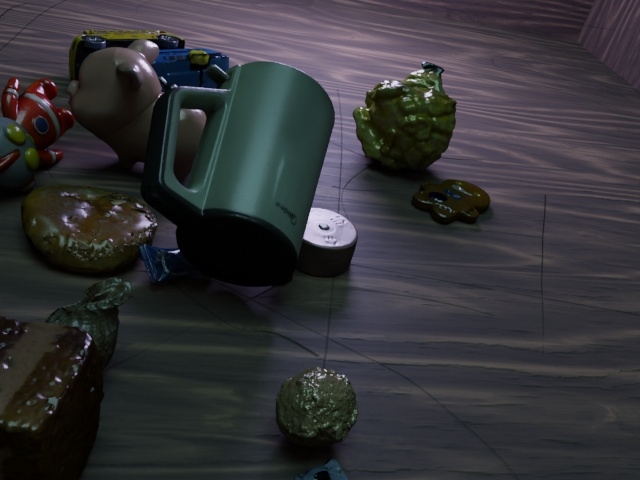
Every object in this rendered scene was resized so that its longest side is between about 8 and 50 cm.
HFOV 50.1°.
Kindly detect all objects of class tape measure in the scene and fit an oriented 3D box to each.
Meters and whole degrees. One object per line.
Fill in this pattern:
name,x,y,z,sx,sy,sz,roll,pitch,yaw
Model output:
tape measure,0.009,0.348,0.925,0.091,0.054,0.094,37,30,27

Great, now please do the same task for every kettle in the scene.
kettle,-0.155,-0.149,1.271,0.361,0.250,0.376,41,45,-36

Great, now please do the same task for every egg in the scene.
egg,-0.006,0.248,1.013,0.118,0.116,0.140,3,21,39

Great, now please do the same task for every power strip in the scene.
power strip,0.000,0.000,1.415,0.154,0.078,0.154,10,34,-6

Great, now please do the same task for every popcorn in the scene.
popcorn,0.221,-0.321,1.834,0.293,0.237,0.293,12,37,-9

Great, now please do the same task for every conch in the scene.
conch,-0.365,0.131,1.018,0.155,0.207,0.130,32,-8,34

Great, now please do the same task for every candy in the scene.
candy,-0.265,0.044,1.276,0.136,0.038,0.088,2,44,-40

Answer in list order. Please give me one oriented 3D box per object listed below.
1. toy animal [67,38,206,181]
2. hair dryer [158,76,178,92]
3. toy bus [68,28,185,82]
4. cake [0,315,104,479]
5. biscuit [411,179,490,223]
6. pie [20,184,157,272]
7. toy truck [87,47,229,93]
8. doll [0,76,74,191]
toy animal,-0.389,-0.278,1.501,0.326,0.269,0.237,14,28,-8
hair dryer,-0.328,-0.312,1.691,0.248,0.078,0.195,41,37,2
toy bus,-0.545,-0.504,1.887,0.331,0.145,0.151,-15,42,-41
cake,-0.433,0.215,0.832,0.293,0.196,0.199,8,32,-3
biscuit,0.340,-0.107,1.748,0.180,0.039,0.236,36,37,31
pie,-0.439,-0.036,1.305,0.273,0.069,0.273,15,32,-10
toy truck,-0.428,-0.424,1.812,0.385,0.161,0.162,-18,34,-39
doll,-0.611,-0.213,1.399,0.105,0.200,0.336,-10,33,17
